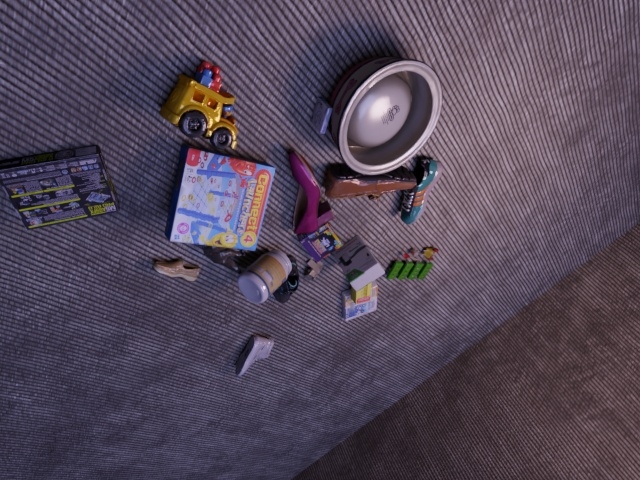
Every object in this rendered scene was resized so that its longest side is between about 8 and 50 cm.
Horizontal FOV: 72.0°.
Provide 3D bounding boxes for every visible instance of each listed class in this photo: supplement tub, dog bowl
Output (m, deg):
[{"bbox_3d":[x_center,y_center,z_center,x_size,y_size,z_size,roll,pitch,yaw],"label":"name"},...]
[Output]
[{"bbox_3d":[-0.221,0.140,1.769,0.199,0.144,0.144,-44,151,-42],"label":"supplement tub"},{"bbox_3d":[0.205,-0.434,1.500,0.407,0.150,0.408,-19,137,-19],"label":"dog bowl"}]

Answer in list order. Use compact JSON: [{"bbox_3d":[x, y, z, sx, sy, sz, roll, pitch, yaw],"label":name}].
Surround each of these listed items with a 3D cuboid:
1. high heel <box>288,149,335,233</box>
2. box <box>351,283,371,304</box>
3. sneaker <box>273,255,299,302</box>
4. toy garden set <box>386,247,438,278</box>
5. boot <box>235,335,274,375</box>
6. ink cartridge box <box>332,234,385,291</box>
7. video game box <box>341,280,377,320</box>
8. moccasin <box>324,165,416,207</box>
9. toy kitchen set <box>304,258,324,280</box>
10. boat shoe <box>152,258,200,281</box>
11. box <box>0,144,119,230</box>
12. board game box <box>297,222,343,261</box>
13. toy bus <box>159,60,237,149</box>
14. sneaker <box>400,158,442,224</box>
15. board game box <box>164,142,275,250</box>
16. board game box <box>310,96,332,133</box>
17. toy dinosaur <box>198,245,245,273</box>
[{"bbox_3d":[-0.082,-0.161,1.641,0.181,0.127,0.377,-26,133,4],"label":"high heel"},{"bbox_3d":[0.199,0.193,2.128,0.087,0.058,0.233,-11,122,-20],"label":"box"},{"bbox_3d":[-0.152,0.195,1.940,0.101,0.106,0.268,-9,134,-23],"label":"sneaker"},{"bbox_3d":[0.470,0.109,2.241,0.244,0.049,0.204,3,129,-30],"label":"toy garden set"},{"bbox_3d":[-0.327,0.588,2.211,0.123,0.095,0.258,16,119,-30],"label":"boot"},{"bbox_3d":[0.165,0.096,1.945,0.153,0.208,0.087,-35,134,4],"label":"ink cartridge box"},{"bbox_3d":[0.203,0.316,2.286,0.186,0.048,0.205,-20,136,-15],"label":"video game box"},{"bbox_3d":[0.200,-0.218,1.725,0.379,0.139,0.147,-11,140,-23],"label":"moccasin"},{"bbox_3d":[-0.041,0.125,1.994,0.068,0.075,0.083,41,67,-9],"label":"toy kitchen set"},{"bbox_3d":[-0.545,0.101,1.677,0.190,0.068,0.072,21,105,-51],"label":"boat shoe"},{"bbox_3d":[-0.770,-0.156,1.313,0.269,0.060,0.216,-14,135,-16],"label":"box"},{"bbox_3d":[0.000,0.000,1.882,0.141,0.048,0.170,-35,137,3],"label":"board game box"},{"bbox_3d":[-0.325,-0.397,1.288,0.220,0.149,0.212,19,102,-42],"label":"toy bus"},{"bbox_3d":[0.395,-0.209,1.868,0.120,0.108,0.302,5,118,-31],"label":"sneaker"},{"bbox_3d":[-0.334,-0.135,1.474,0.301,0.086,0.309,7,104,-33],"label":"board game box"},{"bbox_3d":[0.003,-0.417,1.467,0.020,0.090,0.090,0,130,-28],"label":"board game box"},{"bbox_3d":[-0.385,0.018,1.665,0.160,0.121,0.314,-17,141,3],"label":"toy dinosaur"}]
